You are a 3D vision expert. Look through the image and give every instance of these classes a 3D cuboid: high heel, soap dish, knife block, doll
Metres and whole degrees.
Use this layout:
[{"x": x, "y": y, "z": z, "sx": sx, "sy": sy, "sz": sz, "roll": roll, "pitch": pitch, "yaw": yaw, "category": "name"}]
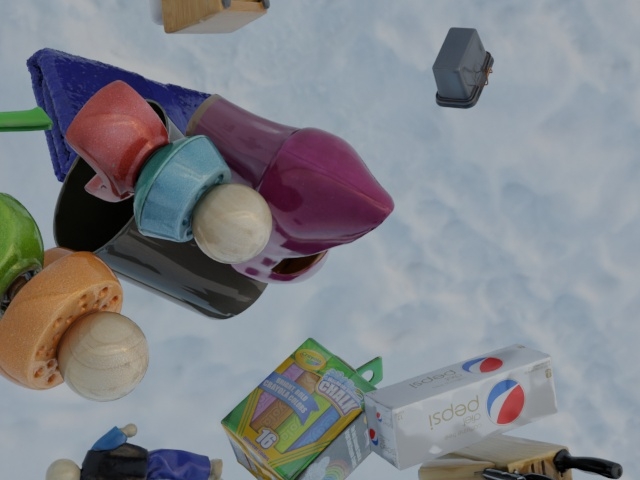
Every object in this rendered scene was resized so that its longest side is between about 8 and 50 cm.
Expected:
[{"x": 0.000, "y": 0.000, "z": 0.930, "sx": 0.127, "sy": 0.181, "sz": 0.377, "roll": -58, "pitch": 162, "yaw": -6, "category": "high heel"}, {"x": -0.167, "y": -0.453, "z": 1.460, "sx": 0.118, "sy": 0.291, "sz": 0.229, "roll": -1, "pitch": -169, "yaw": 19, "category": "soap dish"}, {"x": 0.247, "y": 0.285, "z": 1.167, "sx": 0.242, "sy": 0.088, "sz": 0.275, "roll": -7, "pitch": -179, "yaw": 16, "category": "knife block"}, {"x": -0.202, "y": 0.265, "z": 1.079, "sx": 0.188, "sy": 0.129, "sz": 0.046, "roll": 13, "pitch": 159, "yaw": -23, "category": "doll"}]

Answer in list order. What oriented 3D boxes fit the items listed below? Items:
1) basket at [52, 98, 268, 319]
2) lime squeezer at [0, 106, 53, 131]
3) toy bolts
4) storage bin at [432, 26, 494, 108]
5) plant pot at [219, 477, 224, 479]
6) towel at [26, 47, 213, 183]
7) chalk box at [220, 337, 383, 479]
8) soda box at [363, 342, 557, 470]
[{"x": -0.167, "y": -0.013, "z": 1.144, "sx": 0.154, "sy": 0.204, "sz": 0.227, "roll": -8, "pitch": 145, "yaw": 35, "category": "basket"}, {"x": -0.354, "y": -0.043, "z": 0.707, "sx": 0.310, "sy": 0.110, "sz": 0.059, "roll": -38, "pitch": -166, "yaw": -23, "category": "lime squeezer"}, {"x": -0.143, "y": 0.024, "z": 0.745, "sx": 0.228, "sy": 0.158, "sz": 0.218, "roll": -53, "pitch": 164, "yaw": -17, "category": "toy bolts"}, {"x": 0.262, "y": -0.324, "z": 1.835, "sx": 0.098, "sy": 0.135, "sz": 0.091, "roll": 10, "pitch": 152, "yaw": 29, "category": "storage bin"}, {"x": -0.188, "y": 0.564, "z": 1.784, "sx": 0.256, "sy": 0.274, "sz": 0.257, "roll": -15, "pitch": 135, "yaw": -16, "category": "plant pot"}, {"x": -0.224, "y": -0.131, "z": 1.305, "sx": 0.308, "sy": 0.228, "sz": 0.076, "roll": 12, "pitch": 128, "yaw": -41, "category": "towel"}, {"x": -0.002, "y": 0.227, "z": 1.291, "sx": 0.213, "sy": 0.132, "sz": 0.132, "roll": -42, "pitch": 149, "yaw": -22, "category": "chalk box"}, {"x": 0.160, "y": 0.184, "z": 1.122, "sx": 0.216, "sy": 0.069, "sz": 0.074, "roll": -14, "pitch": 104, "yaw": -24, "category": "soda box"}]
